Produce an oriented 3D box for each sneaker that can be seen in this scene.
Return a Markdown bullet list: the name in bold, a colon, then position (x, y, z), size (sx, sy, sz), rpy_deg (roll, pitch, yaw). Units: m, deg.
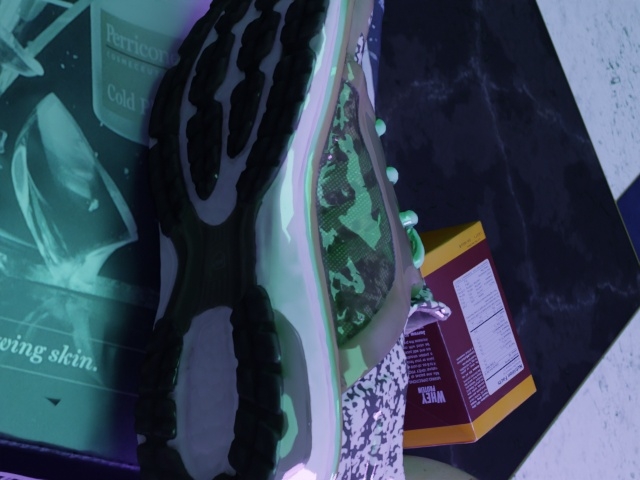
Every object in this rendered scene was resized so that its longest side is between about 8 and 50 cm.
- **sneaker**: position (0.000, 0.000, 0.926), size (0.182, 0.158, 0.410), rpy_deg (20, 69, -42)

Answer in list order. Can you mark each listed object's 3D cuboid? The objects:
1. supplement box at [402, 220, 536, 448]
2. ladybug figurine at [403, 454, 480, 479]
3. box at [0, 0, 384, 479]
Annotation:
- **supplement box**: position (0.088, 0.105, 1.566), size (0.129, 0.191, 0.194), rpy_deg (-28, 102, -50)
- **ladybug figurine**: position (0.046, 0.376, 1.422), size (0.305, 0.162, 0.449), rpy_deg (40, 40, 14)
- **box**: position (-0.232, -0.063, 1.047), size (0.480, 0.297, 0.472), rpy_deg (15, 66, -26)
